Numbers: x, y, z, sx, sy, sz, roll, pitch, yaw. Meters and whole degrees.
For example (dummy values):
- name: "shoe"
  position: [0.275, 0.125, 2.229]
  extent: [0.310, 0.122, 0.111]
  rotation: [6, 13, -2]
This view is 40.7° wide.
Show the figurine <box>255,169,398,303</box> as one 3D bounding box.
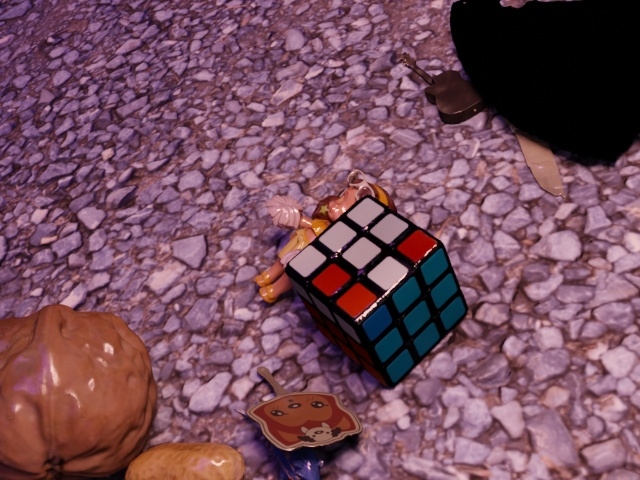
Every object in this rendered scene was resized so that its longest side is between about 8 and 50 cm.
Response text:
- name: "figurine"
  position: [0.002, 0.000, 1.273]
  extent: [0.240, 0.116, 0.174]
  rotation: [-30, 42, 5]

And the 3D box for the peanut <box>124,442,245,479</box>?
- name: "peanut"
  position: [-0.179, 0.303, 1.115]
  extent: [0.174, 0.080, 0.080]
  rotation: [-9, 48, 23]

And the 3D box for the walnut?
- name: "walnut"
  position: [-0.359, 0.207, 1.176]
  extent: [0.273, 0.227, 0.273]
  rotation: [-17, 41, 15]

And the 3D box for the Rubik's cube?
- name: "Rubik's cube"
  position: [0.075, 0.065, 1.146]
  extent: [0.162, 0.160, 0.163]
  rotation: [-41, 46, -12]

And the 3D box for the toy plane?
- name: "toy plane"
  position: [-0.053, 0.263, 1.113]
  extent: [0.167, 0.054, 0.062]
  rotation: [40, 100, 42]

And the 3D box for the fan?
- name: "fan"
  position: [-0.038, 0.214, 1.132]
  extent: [0.132, 0.009, 0.220]
  rotation: [-7, 20, -26]

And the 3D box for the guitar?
- name: "guitar"
  position: [0.200, -0.276, 1.489]
  extent: [0.088, 0.025, 0.233]
  rotation: [-31, 45, -7]

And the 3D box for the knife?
- name: "knife"
  position: [0.322, -0.168, 1.342]
  extent: [0.047, 0.017, 0.298]
  rotation: [-15, 45, 4]

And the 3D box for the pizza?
- name: "pizza"
  position: [0.396, -0.272, 1.347]
  extent: [0.435, 0.080, 0.392]
  rotation: [0, 49, 21]
